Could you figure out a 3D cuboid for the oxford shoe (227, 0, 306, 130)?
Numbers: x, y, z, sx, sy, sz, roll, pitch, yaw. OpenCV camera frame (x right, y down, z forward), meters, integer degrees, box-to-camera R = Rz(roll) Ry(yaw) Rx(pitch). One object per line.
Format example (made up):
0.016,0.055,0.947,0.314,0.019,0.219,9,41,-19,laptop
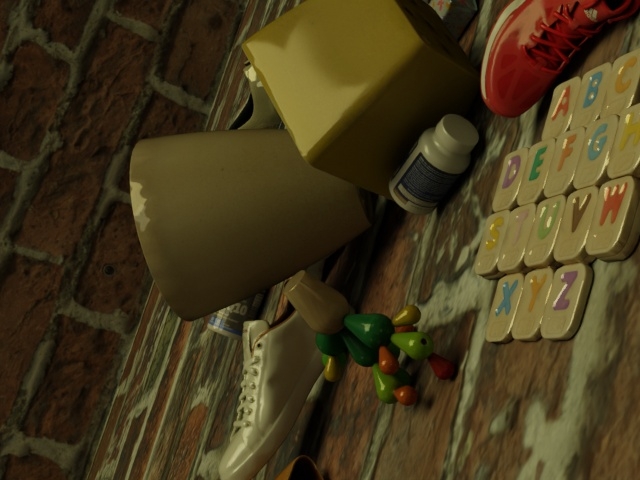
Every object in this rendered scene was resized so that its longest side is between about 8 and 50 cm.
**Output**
-0.064,-0.330,2.231,0.140,0.147,0.397,-99,27,-58,oxford shoe

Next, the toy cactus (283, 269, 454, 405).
0.042,0.095,1.274,0.112,0.180,0.219,-51,16,-13,toy cactus

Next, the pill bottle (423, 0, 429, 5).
0.105,-0.259,1.666,0.103,0.103,0.184,135,152,-57,pill bottle

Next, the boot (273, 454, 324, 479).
-0.070,0.349,1.482,0.211,0.104,0.295,-58,20,15,boot

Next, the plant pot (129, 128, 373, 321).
-0.077,-0.048,1.576,0.256,0.274,0.256,-15,-90,-80,plant pot

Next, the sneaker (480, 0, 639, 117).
0.237,-0.213,1.165,0.128,0.087,0.221,-107,40,-69,sneaker

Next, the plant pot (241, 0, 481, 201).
0.068,-0.201,1.448,0.187,0.212,0.212,-42,56,22,plant pot

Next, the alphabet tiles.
0.223,-0.039,1.096,0.284,0.021,0.277,161,129,-72,alphabet tiles

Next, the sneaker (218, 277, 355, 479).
-0.076,0.179,1.545,0.290,0.123,0.106,-60,12,-19,sneaker

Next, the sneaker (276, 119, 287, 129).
-0.058,-0.120,2.016,0.153,0.099,0.282,128,166,-69,sneaker

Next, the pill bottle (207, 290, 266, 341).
-0.143,0.104,2.095,0.078,0.078,0.137,-169,100,-75,pill bottle

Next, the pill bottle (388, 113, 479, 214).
0.136,-0.091,1.390,0.067,0.067,0.120,-83,20,-44,pill bottle

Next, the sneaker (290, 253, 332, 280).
0.000,0.000,1.775,0.158,0.061,0.065,-58,8,27,sneaker

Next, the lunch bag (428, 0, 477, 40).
0.176,-0.318,1.598,0.083,0.053,0.071,-96,27,-42,lunch bag

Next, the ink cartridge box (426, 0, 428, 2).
0.123,-0.390,1.848,0.175,0.072,0.127,-70,15,-7,ink cartridge box
